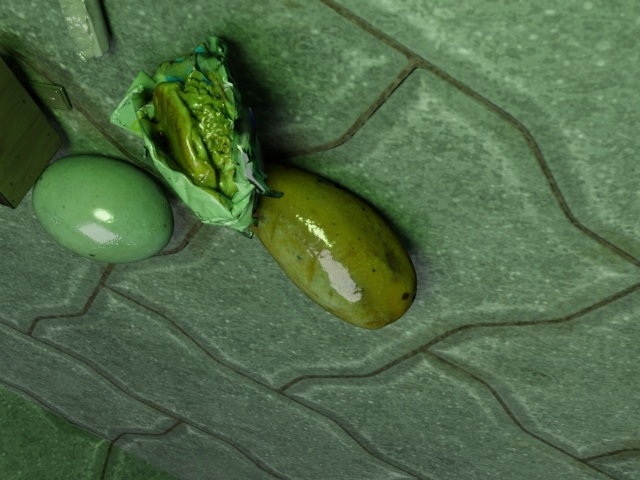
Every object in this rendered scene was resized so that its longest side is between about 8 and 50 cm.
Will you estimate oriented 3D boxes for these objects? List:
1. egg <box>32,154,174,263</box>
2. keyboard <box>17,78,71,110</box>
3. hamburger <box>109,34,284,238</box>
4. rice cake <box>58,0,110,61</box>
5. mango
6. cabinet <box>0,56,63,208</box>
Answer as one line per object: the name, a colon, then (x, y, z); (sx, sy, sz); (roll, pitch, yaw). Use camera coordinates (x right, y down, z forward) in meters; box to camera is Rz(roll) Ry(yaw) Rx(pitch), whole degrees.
egg: (-0.352, -0.051, 1.244); (0.236, 0.169, 0.169); (21, 146, -2)
keyboard: (-0.451, -0.230, 1.186); (0.129, 0.015, 0.049); (11, 150, 12)
hamburger: (-0.171, -0.126, 0.994); (0.260, 0.150, 0.276); (64, 160, 8)
rice cake: (-0.304, -0.332, 0.935); (0.049, 0.055, 0.270); (5, 144, 2)
mango: (0.007, -0.003, 1.152); (0.176, 0.175, 0.329); (-37, 98, 25)
cabinet: (-0.532, -0.185, 1.141); (0.175, 0.148, 0.215); (17, 154, 21)
